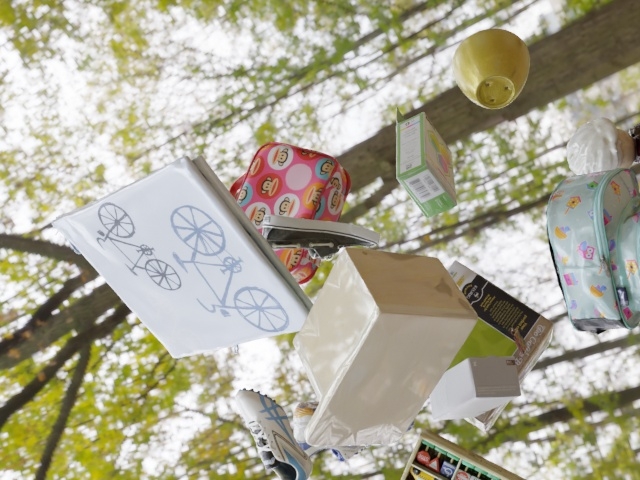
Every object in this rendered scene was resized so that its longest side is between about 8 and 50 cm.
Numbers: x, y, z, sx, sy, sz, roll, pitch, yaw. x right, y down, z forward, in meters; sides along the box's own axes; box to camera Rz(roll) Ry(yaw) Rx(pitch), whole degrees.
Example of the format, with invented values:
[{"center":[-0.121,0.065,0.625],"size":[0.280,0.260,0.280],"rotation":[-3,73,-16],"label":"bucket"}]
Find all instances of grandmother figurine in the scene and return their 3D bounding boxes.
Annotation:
[{"center":[0.529,-0.133,1.298],"size":[0.208,0.342,0.104],"rotation":[-87,-5,-69],"label":"grandmother figurine"}]

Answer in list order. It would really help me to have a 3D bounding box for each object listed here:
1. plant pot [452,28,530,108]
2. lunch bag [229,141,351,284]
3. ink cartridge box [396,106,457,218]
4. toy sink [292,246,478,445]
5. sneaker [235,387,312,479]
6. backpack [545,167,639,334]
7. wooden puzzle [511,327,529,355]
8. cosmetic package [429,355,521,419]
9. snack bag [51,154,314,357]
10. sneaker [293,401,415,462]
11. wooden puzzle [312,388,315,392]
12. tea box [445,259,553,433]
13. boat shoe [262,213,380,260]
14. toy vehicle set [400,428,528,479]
[{"center":[0.294,-0.278,1.536],"size":[0.134,0.134,0.095],"rotation":[46,-150,-32],"label":"plant pot"},{"center":[-0.094,-0.066,1.972],"size":[0.120,0.258,0.293],"rotation":[39,-109,-60],"label":"lunch bag"},{"center":[0.186,-0.152,1.605],"size":[0.109,0.062,0.209],"rotation":[49,-151,-34],"label":"ink cartridge box"},{"center":[0.065,0.138,1.163],"size":[0.152,0.234,0.131],"rotation":[6,-145,-30],"label":"toy sink"},{"center":[-0.099,0.400,1.811],"size":[0.237,0.085,0.086],"rotation":[57,-141,-9],"label":"sneaker"},{"center":[0.368,0.003,1.135],"size":[0.166,0.144,0.188],"rotation":[-35,-76,-45],"label":"backpack"},{"center":[0.495,0.251,2.235],"size":[0.083,0.006,0.049],"rotation":[60,-152,-4],"label":"wooden puzzle"},{"center":[0.359,0.350,2.128],"size":[0.127,0.238,0.107],"rotation":[0,-110,-17],"label":"cosmetic package"},{"center":[-0.202,0.044,1.346],"size":[0.323,0.342,0.037],"rotation":[52,-137,-21],"label":"snack bag"},{"center":[0.075,0.445,2.091],"size":[0.296,0.112,0.131],"rotation":[4,-90,-16],"label":"sneaker"},{"center":[0.023,0.297,1.883],"size":[0.014,0.078,0.116],"rotation":[46,-168,32],"label":"wooden puzzle"},{"center":[0.411,0.292,2.462],"size":[0.323,0.329,0.220],"rotation":[35,172,21],"label":"tea box"},{"center":[0.000,0.000,1.633],"size":[0.219,0.078,0.070],"rotation":[6,-93,-12],"label":"boat shoe"},{"center":[0.286,0.496,1.734],"size":[0.035,0.266,0.166],"rotation":[-20,-49,-66],"label":"toy vehicle set"}]
